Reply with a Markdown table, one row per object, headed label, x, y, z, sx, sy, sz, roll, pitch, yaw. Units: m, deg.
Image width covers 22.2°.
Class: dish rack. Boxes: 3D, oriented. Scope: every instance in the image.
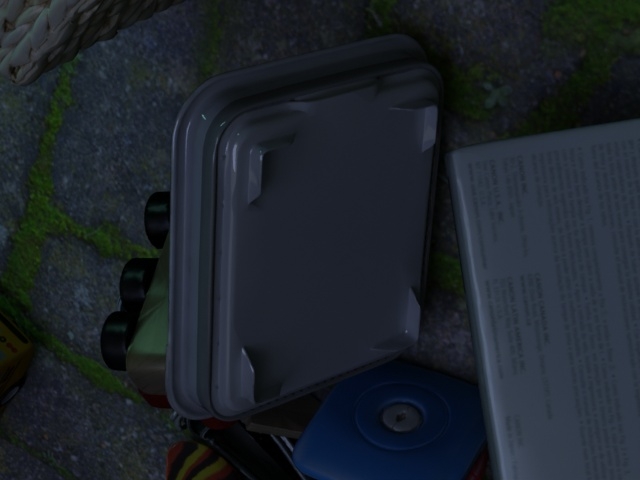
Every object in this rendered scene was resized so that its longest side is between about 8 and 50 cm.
| label | x | y | z | sx | sy | sz | roll | pitch | yaw |
| --- | --- | --- | --- | --- | --- | --- | --- | --- | --- |
| dish rack | 0.000 | 0.000 | 1.433 | 0.072 | 0.286 | 0.332 | 31 | 128 | 44 |

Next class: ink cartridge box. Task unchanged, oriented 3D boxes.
| label | x | y | z | sx | sy | sz | roll | pitch | yaw |
| --- | --- | --- | --- | --- | --- | --- | --- | --- | --- |
| ink cartridge box | 0.311 | 0.050 | 1.308 | 0.385 | 0.091 | 0.308 | -8 | 90 | 3 |

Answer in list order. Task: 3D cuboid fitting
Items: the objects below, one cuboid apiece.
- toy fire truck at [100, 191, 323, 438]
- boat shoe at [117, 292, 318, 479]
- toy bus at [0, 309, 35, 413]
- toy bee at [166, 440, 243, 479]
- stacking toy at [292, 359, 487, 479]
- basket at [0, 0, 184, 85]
| label | x | y | z | sx | sy | sz | roll | pitch | yaw |
| --- | --- | --- | --- | --- | --- | --- | --- | --- | --- |
| toy fire truck | -0.074 | 0.091 | 1.602 | 0.159 | 0.217 | 0.246 | 0 | 145 | 23 |
| boat shoe | -0.107 | 0.161 | 1.693 | 0.306 | 0.105 | 0.113 | 46 | 128 | 4 |
| toy bus | -0.447 | 0.201 | 1.906 | 0.108 | 0.130 | 0.332 | 42 | 127 | 8 |
| toy bee | -0.112 | 0.372 | 1.759 | 0.162 | 0.195 | 0.298 | 11 | 102 | 3 |
| stacking toy | 0.079 | 0.281 | 1.625 | 0.166 | 0.175 | 0.301 | 18 | 132 | 22 |
| basket | -0.187 | -0.348 | 1.357 | 0.266 | 0.328 | 0.331 | 49 | 128 | 0 |
